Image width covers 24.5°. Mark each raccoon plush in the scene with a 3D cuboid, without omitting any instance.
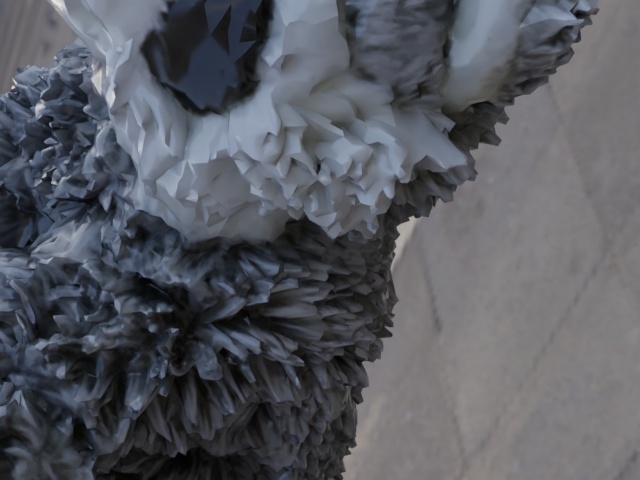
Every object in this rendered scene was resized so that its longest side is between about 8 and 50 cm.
[{"bbox_3d":[0.000,0.000,0.616,0.299,0.446,0.216,-36,63,9],"label":"raccoon plush"}]
